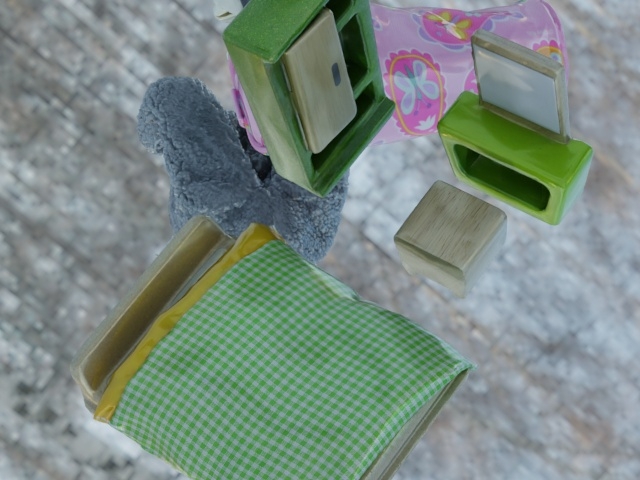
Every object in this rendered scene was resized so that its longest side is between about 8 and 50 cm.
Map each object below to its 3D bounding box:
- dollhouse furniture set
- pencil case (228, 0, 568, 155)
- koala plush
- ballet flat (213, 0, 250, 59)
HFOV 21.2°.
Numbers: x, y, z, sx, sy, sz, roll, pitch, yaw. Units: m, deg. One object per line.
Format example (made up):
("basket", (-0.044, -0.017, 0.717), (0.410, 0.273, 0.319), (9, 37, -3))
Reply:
("dollhouse furniture set", (0.000, 0.000, 0.988), (0.197, 0.151, 0.301), (28, -114, 25))
("pencil case", (0.068, -0.135, 1.399), (0.124, 0.284, 0.124), (19, -68, 57))
("koala plush", (-0.076, -0.014, 1.579), (0.221, 0.196, 0.203), (113, -28, -55))
("ballet flat", (-0.053, -0.184, 1.458), (0.074, 0.203, 0.074), (-17, 173, -2))
